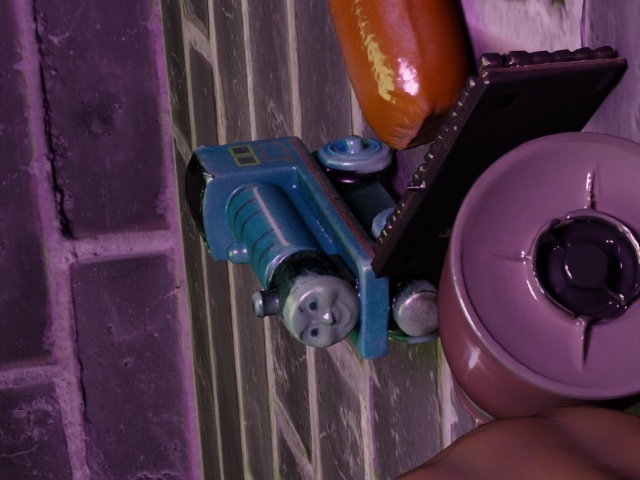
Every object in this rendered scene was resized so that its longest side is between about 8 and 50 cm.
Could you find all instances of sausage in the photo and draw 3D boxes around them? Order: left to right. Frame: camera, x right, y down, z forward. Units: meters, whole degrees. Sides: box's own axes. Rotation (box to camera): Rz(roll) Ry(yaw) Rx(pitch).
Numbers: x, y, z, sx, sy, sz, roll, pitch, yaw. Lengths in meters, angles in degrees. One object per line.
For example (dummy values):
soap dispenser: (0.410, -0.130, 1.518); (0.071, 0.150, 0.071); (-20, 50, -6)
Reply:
sausage: (0.051, -0.206, 1.098); (0.105, 0.105, 0.274); (120, 140, -69)

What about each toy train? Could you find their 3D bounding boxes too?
toy train: (0.000, 0.000, 1.231); (0.298, 0.194, 0.120); (-124, 30, -59)

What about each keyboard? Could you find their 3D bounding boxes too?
keyboard: (0.106, -0.046, 0.960); (0.317, 0.106, 0.027); (116, 143, -65)

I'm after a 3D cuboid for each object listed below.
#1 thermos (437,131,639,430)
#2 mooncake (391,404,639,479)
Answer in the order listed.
thermos: (0.141, 0.063, 0.836); (0.265, 0.146, 0.176); (92, 156, -70)
mooncake: (0.132, 0.229, 0.659); (0.161, 0.290, 0.290); (-158, 61, -65)
